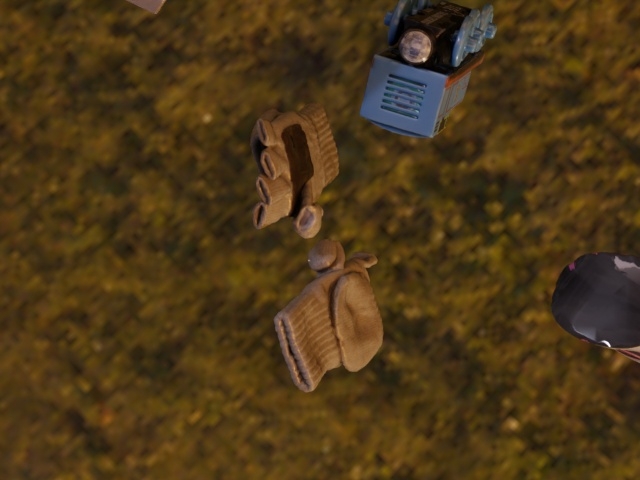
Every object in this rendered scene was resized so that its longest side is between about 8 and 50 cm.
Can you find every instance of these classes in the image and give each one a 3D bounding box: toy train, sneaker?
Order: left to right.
[{"bbox_3d":[0.089,-0.147,1.590,0.080,0.184,0.105,19,106,9],"label":"toy train"},{"bbox_3d":[0.225,0.049,1.097,0.178,0.072,0.077,21,178,23],"label":"sneaker"}]

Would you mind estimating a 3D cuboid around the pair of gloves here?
[{"bbox_3d":[0.000,0.000,1.681,0.042,0.204,0.240,-12,93,21],"label":"pair of gloves"}]

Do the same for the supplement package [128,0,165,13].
[{"bbox_3d":[-0.122,-0.314,1.379,0.149,0.203,0.194,26,136,-12],"label":"supplement package"}]
